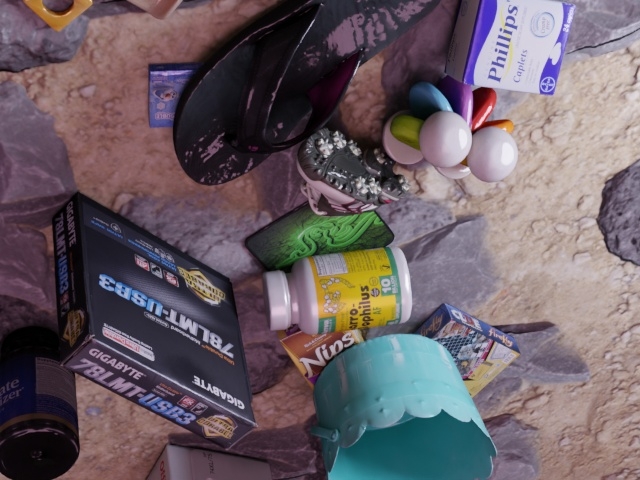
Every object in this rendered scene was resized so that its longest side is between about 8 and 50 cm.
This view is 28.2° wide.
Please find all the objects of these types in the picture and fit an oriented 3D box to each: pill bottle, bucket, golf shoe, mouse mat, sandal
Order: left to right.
[{"bbox_3d":[-0.415,0.232,1.846,0.122,0.219,0.123,-7,131,-9],"label":"pill bottle"},{"bbox_3d":[-0.022,-0.220,1.626,0.446,0.107,0.167,-41,131,18],"label":"sandal"},{"bbox_3d":[0.000,0.000,1.898,0.189,0.007,0.152,-32,130,12],"label":"mouse mat"},{"bbox_3d":[0.022,0.077,1.886,0.208,0.118,0.118,-6,131,-8],"label":"pill bottle"},{"bbox_3d":[0.024,-0.072,1.712,0.120,0.105,0.273,-30,164,20],"label":"golf shoe"},{"bbox_3d":[0.121,0.293,1.996,0.281,0.183,0.281,-8,134,-9],"label":"bucket"}]

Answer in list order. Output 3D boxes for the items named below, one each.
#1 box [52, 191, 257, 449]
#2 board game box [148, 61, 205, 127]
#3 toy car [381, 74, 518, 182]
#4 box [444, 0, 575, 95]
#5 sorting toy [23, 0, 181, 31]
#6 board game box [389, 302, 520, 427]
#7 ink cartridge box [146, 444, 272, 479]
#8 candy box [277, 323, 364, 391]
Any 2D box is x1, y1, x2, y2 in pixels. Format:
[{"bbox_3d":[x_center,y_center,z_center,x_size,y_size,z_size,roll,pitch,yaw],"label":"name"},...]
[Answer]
[{"bbox_3d":[-0.228,0.108,1.739,0.073,0.293,0.295,-42,126,20],"label":"box"},{"bbox_3d":[-0.181,-0.191,1.678,0.090,0.020,0.090,-4,132,-12],"label":"board game box"},{"bbox_3d":[0.183,-0.158,1.736,0.182,0.159,0.136,15,90,-25],"label":"toy car"},{"bbox_3d":[0.248,-0.264,1.671,0.137,0.072,0.126,4,111,-17],"label":"box"},{"bbox_3d":[-0.213,-0.364,1.504,0.196,0.047,0.348,29,118,-33],"label":"sorting toy"},{"bbox_3d":[0.189,0.222,2.112,0.165,0.042,0.243,28,119,-32],"label":"board game box"},{"bbox_3d":[-0.213,0.517,2.157,0.197,0.198,0.270,15,125,-24],"label":"ink cartridge box"},{"bbox_3d":[0.014,0.176,2.021,0.109,0.053,0.187,-25,131,7],"label":"candy box"}]
